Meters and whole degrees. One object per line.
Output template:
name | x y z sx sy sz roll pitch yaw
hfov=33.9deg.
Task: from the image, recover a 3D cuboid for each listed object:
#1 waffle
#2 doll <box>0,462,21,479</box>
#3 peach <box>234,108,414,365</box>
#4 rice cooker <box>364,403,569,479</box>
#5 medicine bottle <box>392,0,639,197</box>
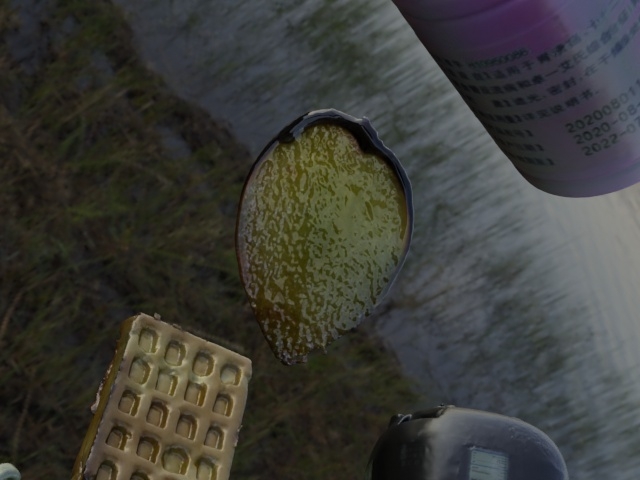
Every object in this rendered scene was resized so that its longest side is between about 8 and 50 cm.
waffle | -0.221 0.274 1.498 0.224 0.098 0.327 27 41 -16
doll | -0.331 0.301 0.846 0.117 0.296 0.141 29 -1 37
peach | 0.001 -0.002 1.141 0.189 0.279 0.068 18 5 4
rice cooker | 0.163 0.326 1.242 0.267 0.267 0.224 42 46 -42
medicine bottle | 0.135 -0.159 0.668 0.254 0.152 0.152 46 25 -38
